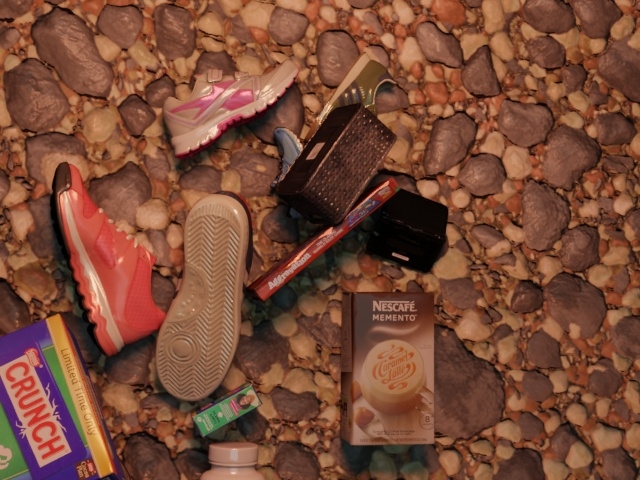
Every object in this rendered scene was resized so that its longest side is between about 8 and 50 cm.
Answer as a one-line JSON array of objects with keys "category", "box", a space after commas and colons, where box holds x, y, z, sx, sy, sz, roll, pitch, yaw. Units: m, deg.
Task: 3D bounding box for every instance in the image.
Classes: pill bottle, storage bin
[{"category": "pill bottle", "box": [-0.141, 0.422, 1.484, 0.108, 0.108, 0.193, 3, 85, -9]}, {"category": "storage bin", "box": [0.023, -0.121, 1.485, 0.084, 0.122, 0.180, 40, 76, -21]}]

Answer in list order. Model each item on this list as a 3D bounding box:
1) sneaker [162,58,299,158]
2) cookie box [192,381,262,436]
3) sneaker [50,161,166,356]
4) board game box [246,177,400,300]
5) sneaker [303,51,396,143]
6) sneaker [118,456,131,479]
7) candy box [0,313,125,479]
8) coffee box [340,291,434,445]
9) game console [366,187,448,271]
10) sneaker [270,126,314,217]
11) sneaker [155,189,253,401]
[{"category": "sneaker", "box": [-0.152, -0.239, 1.530, 0.252, 0.103, 0.111, -31, 93, -11]}, {"category": "cookie box", "box": [-0.151, 0.271, 1.501, 0.107, 0.092, 0.040, -29, 88, -10]}, {"category": "sneaker", "box": [-0.338, 0.019, 1.492, 0.136, 0.116, 0.314, -18, 96, -20]}, {"category": "board game box", "box": [0.000, 0.000, 1.518, 0.281, 0.145, 0.027, -39, 93, -10]}, {"category": "sneaker", "box": [0.057, -0.223, 1.582, 0.086, 0.064, 0.192, 34, 78, -1]}, {"category": "sneaker", "box": [-0.408, 0.397, 1.461, 0.234, 0.078, 0.106, -19, 83, -11]}, {"category": "candy box", "box": [-0.486, 0.299, 1.390, 0.317, 0.122, 0.268, -21, 68, -12]}, {"category": "coffee box", "box": [0.109, 0.208, 1.545, 0.141, 0.098, 0.246, 1, 86, -10]}, {"category": "game console", "box": [0.150, -0.020, 1.609, 0.122, 0.071, 0.107, 20, 113, -11]}, {"category": "sneaker", "box": [-0.052, -0.112, 1.559, 0.073, 0.063, 0.162, -18, 89, -7]}, {"category": "sneaker", "box": [-0.172, 0.085, 1.503, 0.131, 0.148, 0.350, 16, 106, 1]}]
